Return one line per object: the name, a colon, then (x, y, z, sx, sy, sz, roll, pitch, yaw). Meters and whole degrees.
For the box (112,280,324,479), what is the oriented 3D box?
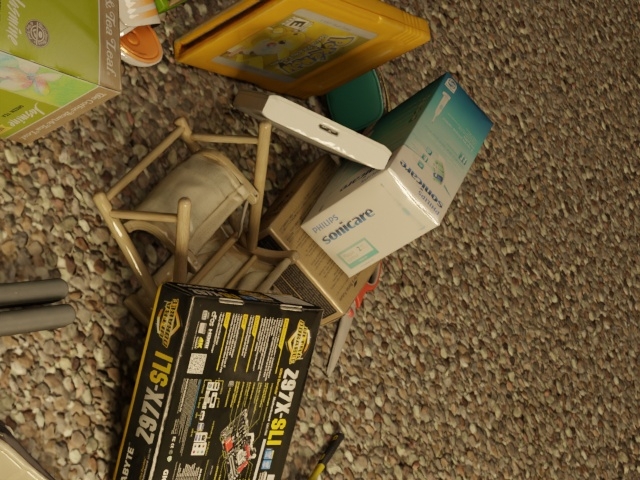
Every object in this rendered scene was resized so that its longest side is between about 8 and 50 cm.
box: (-0.141, 0.228, 1.883, 0.257, 0.079, 0.322, 8, 97, -49)

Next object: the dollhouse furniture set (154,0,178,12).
dollhouse furniture set: (-0.250, -0.533, 2.169, 0.197, 0.151, 0.301, -38, 102, -51)

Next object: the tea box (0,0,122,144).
tea box: (-0.450, -0.342, 1.791, 0.324, 0.220, 0.329, 17, 61, -44)

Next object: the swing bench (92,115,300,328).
swing bench: (-0.174, -0.012, 1.994, 0.253, 0.165, 0.254, -51, 138, -49)

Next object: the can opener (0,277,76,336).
can opener: (-0.420, 0.088, 1.735, 0.280, 0.093, 0.074, -2, 74, -55)

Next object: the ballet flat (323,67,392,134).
ballet flat: (0.092, -0.192, 2.458, 0.123, 0.123, 0.348, -12, 82, -51)

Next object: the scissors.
scissors: (0.059, 0.113, 2.332, 0.109, 0.021, 0.297, 32, 50, -38)

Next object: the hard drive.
hard drive: (-0.020, -0.178, 2.143, 0.203, 0.307, 0.040, 24, 93, -14)

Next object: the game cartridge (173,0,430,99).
game cartridge: (-0.027, -0.324, 2.225, 0.324, 0.285, 0.052, 13, 63, -46)

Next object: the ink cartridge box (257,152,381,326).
ink cartridge box: (0.000, 0.000, 2.249, 0.193, 0.088, 0.234, 50, 42, -12)

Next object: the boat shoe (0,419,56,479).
boat shoe: (-0.358, 0.302, 1.714, 0.206, 0.075, 0.065, 53, 16, -28)

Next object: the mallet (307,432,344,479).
mallet: (-0.011, 0.359, 2.130, 0.039, 0.062, 0.189, 60, 24, -12)

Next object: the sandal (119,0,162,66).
sandal: (-0.313, -0.390, 2.089, 0.102, 0.076, 0.265, -41, 105, -50)

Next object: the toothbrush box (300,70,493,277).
toothbrush box: (0.126, -0.108, 2.206, 0.126, 0.216, 0.295, 47, 42, -12)
